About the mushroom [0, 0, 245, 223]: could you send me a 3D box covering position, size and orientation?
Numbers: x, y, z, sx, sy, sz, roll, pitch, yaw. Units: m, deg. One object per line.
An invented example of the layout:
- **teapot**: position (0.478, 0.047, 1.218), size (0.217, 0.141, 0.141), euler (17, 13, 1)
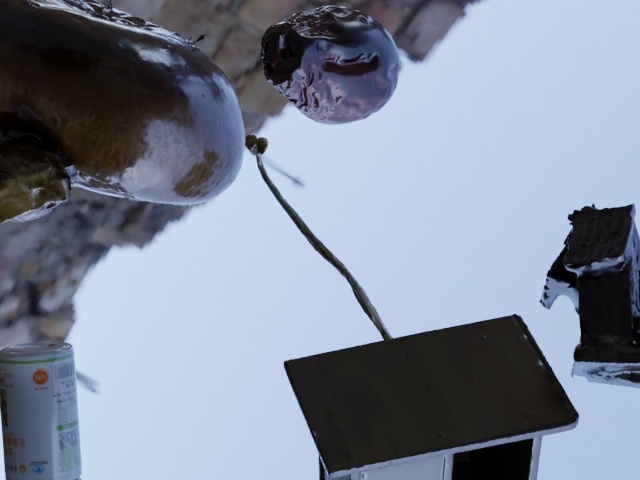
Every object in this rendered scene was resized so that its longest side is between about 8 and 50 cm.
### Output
- **mushroom**: position (-0.203, -0.119, 1.201), size (0.278, 0.297, 0.163), euler (-67, 175, -65)

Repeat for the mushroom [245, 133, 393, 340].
- **mushroom**: position (-0.001, 0.001, 1.627), size (0.026, 0.286, 0.028), euler (-33, 179, -18)

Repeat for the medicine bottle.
- **medicine bottle**: position (-0.310, 0.207, 1.614), size (0.086, 0.086, 0.183), euler (-174, -100, -66)

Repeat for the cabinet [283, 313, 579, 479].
- **cabinet**: position (0.091, 0.192, 1.252), size (0.148, 0.215, 0.175), euler (-114, -162, -50)

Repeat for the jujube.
- **jujube**: position (0.009, -0.247, 2.046), size (0.168, 0.236, 0.168), euler (-1, -91, 35)

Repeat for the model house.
- **model house**: position (0.269, 0.043, 1.279), size (0.203, 0.141, 0.164), euler (75, 16, -79)
